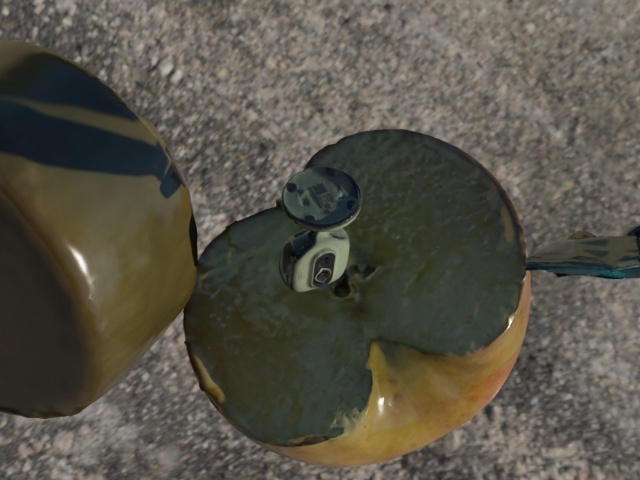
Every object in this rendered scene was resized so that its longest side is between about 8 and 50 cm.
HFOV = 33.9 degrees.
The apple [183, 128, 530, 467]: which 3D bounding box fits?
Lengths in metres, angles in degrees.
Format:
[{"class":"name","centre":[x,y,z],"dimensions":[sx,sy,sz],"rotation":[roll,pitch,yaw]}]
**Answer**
[{"class":"apple","centre":[0.040,0.066,0.914],"dimensions":[0.293,0.163,0.251],"rotation":[-30,56,-1]}]

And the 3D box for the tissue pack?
[{"class":"tissue pack","centre":[0.153,0.006,0.546],"dimensions":[0.085,0.138,0.028],"rotation":[-2,88,14]}]

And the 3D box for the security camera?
[{"class":"security camera","centre":[0.000,0.000,0.725],"dimensions":[0.058,0.092,0.058],"rotation":[-1,49,1]}]

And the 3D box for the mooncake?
[{"class":"mooncake","centre":[-0.230,-0.010,0.787],"dimensions":[0.284,0.284,0.155],"rotation":[46,46,-6]}]
